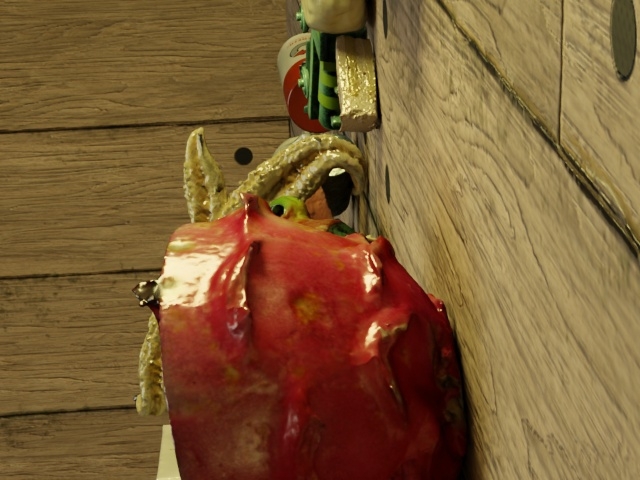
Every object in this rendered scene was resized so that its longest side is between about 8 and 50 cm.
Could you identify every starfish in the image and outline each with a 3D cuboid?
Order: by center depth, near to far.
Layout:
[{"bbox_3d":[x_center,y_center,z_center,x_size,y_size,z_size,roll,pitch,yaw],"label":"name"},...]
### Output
[{"bbox_3d":[-0.089,0.058,2.108,0.082,0.324,0.432,-3,-77,-73],"label":"starfish"}]

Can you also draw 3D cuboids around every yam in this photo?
[{"bbox_3d":[0.012,-0.092,2.254,0.179,0.078,0.078,99,167,-70],"label":"yam"}]

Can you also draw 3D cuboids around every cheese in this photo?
[{"bbox_3d":[0.012,-0.384,1.913,0.159,0.093,0.263,97,168,-86],"label":"cheese"}]

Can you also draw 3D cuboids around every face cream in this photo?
[{"bbox_3d":[-0.012,-0.240,2.340,0.214,0.095,0.096,-103,10,-66],"label":"face cream"}]

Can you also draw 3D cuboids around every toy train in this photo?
[{"bbox_3d":[0.015,-0.238,2.077,0.132,0.083,0.200,-102,8,-48],"label":"toy train"}]

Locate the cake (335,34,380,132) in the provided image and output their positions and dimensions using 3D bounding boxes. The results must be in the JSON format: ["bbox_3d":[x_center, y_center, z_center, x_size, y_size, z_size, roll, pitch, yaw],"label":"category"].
[{"bbox_3d":[0.045,-0.196,1.889,0.065,0.052,0.121,74,-166,-84],"label":"cake"}]

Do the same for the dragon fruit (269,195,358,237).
[{"bbox_3d":[-0.001,0.086,1.901,0.268,0.130,0.295,-3,-95,-67],"label":"dragon fruit"}]

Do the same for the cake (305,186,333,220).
[{"bbox_3d":[-0.019,0.009,2.201,0.225,0.090,0.109,67,163,-9],"label":"cake"}]

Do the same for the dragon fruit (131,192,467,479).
[{"bbox_3d":[0.006,0.137,1.382,0.371,0.249,0.386,68,-165,-46],"label":"dragon fruit"}]

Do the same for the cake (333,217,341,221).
[{"bbox_3d":[-0.062,0.057,2.377,0.135,0.246,0.112,51,-150,-63],"label":"cake"}]

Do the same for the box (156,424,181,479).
[{"bbox_3d":[-0.160,0.368,2.059,0.260,0.111,0.194,-101,9,-80],"label":"box"}]

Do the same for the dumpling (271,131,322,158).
[{"bbox_3d":[-0.018,-0.116,2.574,0.127,0.108,0.188,61,160,0],"label":"dumpling"}]
